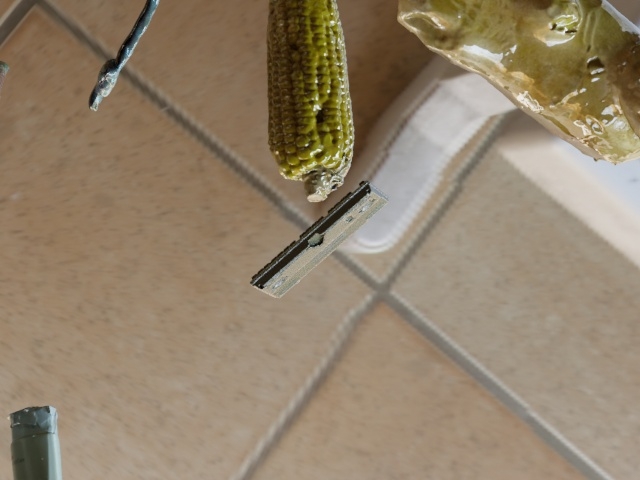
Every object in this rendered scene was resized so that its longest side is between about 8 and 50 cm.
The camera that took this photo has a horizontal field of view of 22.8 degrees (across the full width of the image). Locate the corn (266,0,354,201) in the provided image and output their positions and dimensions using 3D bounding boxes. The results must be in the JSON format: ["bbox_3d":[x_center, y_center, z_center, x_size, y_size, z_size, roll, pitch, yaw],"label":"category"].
[{"bbox_3d":[-0.014,-0.172,1.729,0.097,0.097,0.262,-1,80,-17],"label":"corn"}]

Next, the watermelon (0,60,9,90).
[{"bbox_3d":[-0.250,-0.193,0.719,0.319,0.292,0.222,22,105,-19],"label":"watermelon"}]

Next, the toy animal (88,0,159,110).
[{"bbox_3d":[-0.105,-0.203,0.968,0.070,0.079,0.253,1,63,-5],"label":"toy animal"}]

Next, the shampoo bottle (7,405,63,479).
[{"bbox_3d":[-0.280,0.272,1.577,0.049,0.072,0.212,3,64,-24],"label":"shampoo bottle"}]

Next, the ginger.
[{"bbox_3d":[0.135,-0.101,0.878,0.205,0.115,0.081,34,109,-3],"label":"ginger"}]

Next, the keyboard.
[{"bbox_3d":[0.000,0.000,1.309,0.129,0.049,0.015,-42,67,9],"label":"keyboard"}]
